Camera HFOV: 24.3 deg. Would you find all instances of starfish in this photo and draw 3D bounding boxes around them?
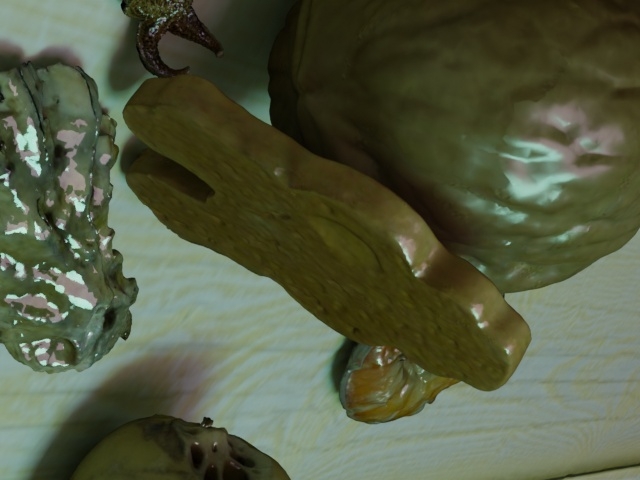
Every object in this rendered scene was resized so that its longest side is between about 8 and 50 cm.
[{"bbox_3d":[-0.069,-0.120,0.731,0.078,0.028,0.091,-27,145,-48],"label":"starfish"}]

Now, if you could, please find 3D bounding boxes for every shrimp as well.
[{"bbox_3d":[0.083,0.060,1.193,0.164,0.062,0.317,-33,154,-23],"label":"shrimp"}]

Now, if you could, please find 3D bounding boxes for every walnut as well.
[{"bbox_3d":[0.082,-0.080,0.809,0.228,0.228,0.228,-37,153,-23],"label":"walnut"}]

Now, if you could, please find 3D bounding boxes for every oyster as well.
[{"bbox_3d":[-0.140,0.000,0.742,0.133,0.072,0.209,-32,148,-37],"label":"oyster"}]

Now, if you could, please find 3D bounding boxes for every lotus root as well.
[{"bbox_3d":[-0.123,0.261,1.019,0.169,0.151,0.343,15,123,-14],"label":"lotus root"}]

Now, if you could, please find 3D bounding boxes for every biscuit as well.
[{"bbox_3d":[0.001,-0.001,0.761,0.040,0.236,0.144,-57,170,-20],"label":"biscuit"}]
